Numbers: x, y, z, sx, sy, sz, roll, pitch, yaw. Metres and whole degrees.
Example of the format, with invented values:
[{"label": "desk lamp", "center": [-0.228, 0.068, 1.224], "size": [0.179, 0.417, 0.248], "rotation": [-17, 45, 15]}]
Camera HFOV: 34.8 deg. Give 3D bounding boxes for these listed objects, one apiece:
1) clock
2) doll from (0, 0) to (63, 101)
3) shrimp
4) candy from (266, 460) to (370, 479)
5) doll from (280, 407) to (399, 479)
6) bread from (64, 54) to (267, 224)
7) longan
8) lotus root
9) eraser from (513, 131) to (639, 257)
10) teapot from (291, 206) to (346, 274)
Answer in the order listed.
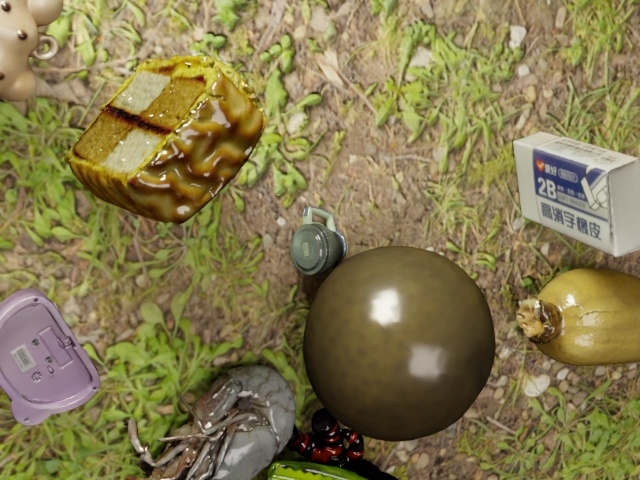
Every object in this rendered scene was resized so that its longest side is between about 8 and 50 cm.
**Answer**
[{"label": "clock", "center": [-0.335, 0.136, 1.191], "size": [0.110, 0.050, 0.153], "rotation": [-33, 117, -14]}, {"label": "doll", "center": [-0.393, -0.248, 1.016], "size": [0.278, 0.119, 0.154], "rotation": [32, 89, -21]}, {"label": "shrimp", "center": [-0.173, 0.282, 1.281], "size": [0.343, 0.116, 0.145], "rotation": [-39, 118, -19]}, {"label": "candy", "center": [-0.023, 0.398, 1.376], "size": [0.148, 0.069, 0.246], "rotation": [11, 130, -10]}, {"label": "doll", "center": [0.033, 0.337, 1.419], "size": [0.249, 0.127, 0.088], "rotation": [60, 44, -31]}, {"label": "bread", "center": [-0.168, -0.110, 1.102], "size": [0.096, 0.222, 0.181], "rotation": [45, 75, -34]}, {"label": "longan", "center": [0.096, 0.133, 1.304], "size": [0.258, 0.258, 0.258], "rotation": [-8, 109, -24]}, {"label": "lotus root", "center": [0.410, 0.114, 1.510], "size": [0.303, 0.131, 0.146], "rotation": [5, 105, -30]}, {"label": "eraser", "center": [0.346, -0.067, 1.374], "size": [0.067, 0.210, 0.125], "rotation": [-21, 114, -19]}, {"label": "teapot", "center": [0.000, 0.000, 1.316], "size": [0.057, 0.066, 0.088], "rotation": [-3, 84, -46]}]
